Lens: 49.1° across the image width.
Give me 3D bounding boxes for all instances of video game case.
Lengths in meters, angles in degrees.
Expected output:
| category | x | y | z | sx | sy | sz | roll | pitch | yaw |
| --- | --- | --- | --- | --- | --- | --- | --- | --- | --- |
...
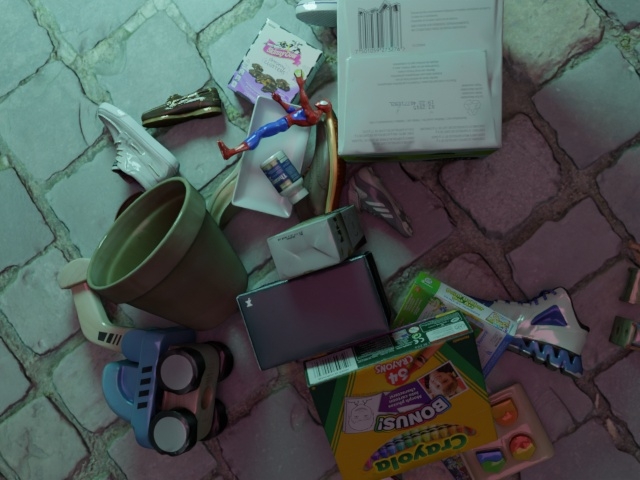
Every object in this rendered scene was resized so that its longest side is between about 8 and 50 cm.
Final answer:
| category | x | y | z | sx | sy | sz | roll | pitch | yaw |
| --- | --- | --- | --- | --- | --- | --- | --- | --- | --- |
| video game case | 0.372 | 0.474 | 1.701 | 0.201 | 0.023 | 0.183 | -37 | 86 | 4 |

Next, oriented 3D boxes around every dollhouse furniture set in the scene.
| category | x | y | z | sx | sy | sz | roll | pitch | yaw |
| --- | --- | --- | --- | --- | --- | --- | --- | --- | --- |
| dollhouse furniture set | 0.763 | 0.168 | 1.600 | 0.129 | 0.129 | 0.184 | 15 | 92 | 6 |

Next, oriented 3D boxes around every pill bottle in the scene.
| category | x | y | z | sx | sy | sz | roll | pitch | yaw |
| --- | --- | --- | --- | --- | --- | --- | --- | --- | --- |
| pill bottle | -0.082 | -0.145 | 1.634 | 0.067 | 0.067 | 0.120 | -35 | 97 | 6 |

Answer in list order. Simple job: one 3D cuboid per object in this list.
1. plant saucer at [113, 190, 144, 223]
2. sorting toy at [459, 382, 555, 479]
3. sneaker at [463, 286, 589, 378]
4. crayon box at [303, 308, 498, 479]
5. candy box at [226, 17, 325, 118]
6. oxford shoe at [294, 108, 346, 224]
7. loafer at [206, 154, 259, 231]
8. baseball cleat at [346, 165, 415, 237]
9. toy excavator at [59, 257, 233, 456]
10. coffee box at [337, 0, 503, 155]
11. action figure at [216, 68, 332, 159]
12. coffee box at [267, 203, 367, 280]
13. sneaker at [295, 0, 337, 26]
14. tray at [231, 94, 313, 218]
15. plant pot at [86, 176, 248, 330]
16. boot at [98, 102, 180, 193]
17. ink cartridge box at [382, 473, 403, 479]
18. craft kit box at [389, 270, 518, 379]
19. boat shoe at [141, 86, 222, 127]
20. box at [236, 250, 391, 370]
| category | x | y | z | sx | sy | sz | roll | pitch | yaw |
| --- | --- | --- | --- | --- | --- | --- | --- | --- | --- |
| plant saucer | -0.427 | -0.031 | 1.787 | 0.198 | 0.036 | 0.199 | 0 | 91 | 6 |
| sorting toy | 0.424 | 0.466 | 1.664 | 0.208 | 0.038 | 0.193 | -27 | 87 | 5 |
| sneaker | 0.490 | 0.178 | 1.648 | 0.315 | 0.127 | 0.182 | 25 | 79 | 12 |
| crayon box | 0.181 | 0.355 | 1.542 | 0.362 | 0.106 | 0.313 | -19 | 116 | 0 |
| candy box | -0.109 | -0.416 | 1.730 | 0.165 | 0.070 | 0.196 | 32 | 95 | 5 |
| oxford shoe | -0.010 | -0.139 | 1.695 | 0.132 | 0.130 | 0.364 | 2 | 90 | 13 |
| loafer | -0.188 | -0.127 | 1.725 | 0.092 | 0.102 | 0.268 | 34 | 93 | 11 |
| baseball cleat | 0.140 | -0.079 | 1.713 | 0.109 | 0.072 | 0.206 | -35 | 82 | 20 |
| toy excavator | -0.456 | 0.276 | 1.719 | 0.445 | 0.222 | 0.433 | 7 | 90 | 15 |
| coffee box | 0.213 | -0.350 | 1.561 | 0.337 | 0.334 | 0.338 | -1 | 92 | 6 |
| action figure | -0.112 | -0.296 | 1.613 | 0.280 | 0.091 | 0.139 | -21 | 103 | -10 |
| coffee box | 0.000 | 0.000 | 1.527 | 0.141 | 0.246 | 0.098 | -18 | 94 | 20 |
| sneaker | 0.072 | -0.615 | 1.702 | 0.282 | 0.102 | 0.161 | -8 | 86 | -4 |
| tray | -0.113 | -0.198 | 1.677 | 0.145 | 0.030 | 0.270 | 14 | 88 | -10 |
| plant pot | -0.326 | 0.059 | 1.635 | 0.323 | 0.323 | 0.280 | -44 | 121 | 5 |
| boot | -0.485 | -0.225 | 1.749 | 0.258 | 0.095 | 0.123 | 39 | 72 | 4 |
| ink cartridge box | 0.142 | 0.584 | 1.665 | 0.063 | 0.150 | 0.109 | 33 | 94 | 2 |
| craft kit box | 0.289 | 0.225 | 1.618 | 0.246 | 0.061 | 0.250 | 27 | 131 | 8 |
| boat shoe | -0.351 | -0.333 | 1.762 | 0.207 | 0.073 | 0.073 | -12 | 87 | -1 |
| box | -0.003 | 0.153 | 1.608 | 0.296 | 0.294 | 0.183 | -19 | 88 | 7 |
